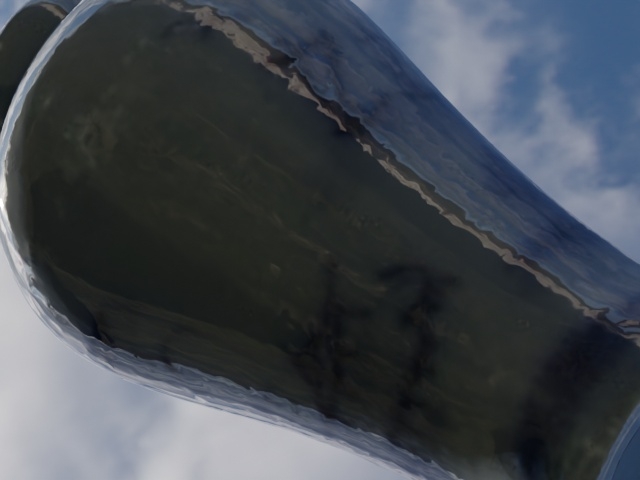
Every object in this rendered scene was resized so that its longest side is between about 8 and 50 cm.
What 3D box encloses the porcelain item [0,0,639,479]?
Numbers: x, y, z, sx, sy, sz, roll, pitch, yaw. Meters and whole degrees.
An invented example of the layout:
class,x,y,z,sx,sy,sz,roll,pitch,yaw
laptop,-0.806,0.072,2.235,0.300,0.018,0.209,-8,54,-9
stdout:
class,x,y,z,sx,sy,sz,roll,pitch,yaw
porcelain item,0.000,0.000,0.560,0.259,0.141,0.141,31,-67,33
